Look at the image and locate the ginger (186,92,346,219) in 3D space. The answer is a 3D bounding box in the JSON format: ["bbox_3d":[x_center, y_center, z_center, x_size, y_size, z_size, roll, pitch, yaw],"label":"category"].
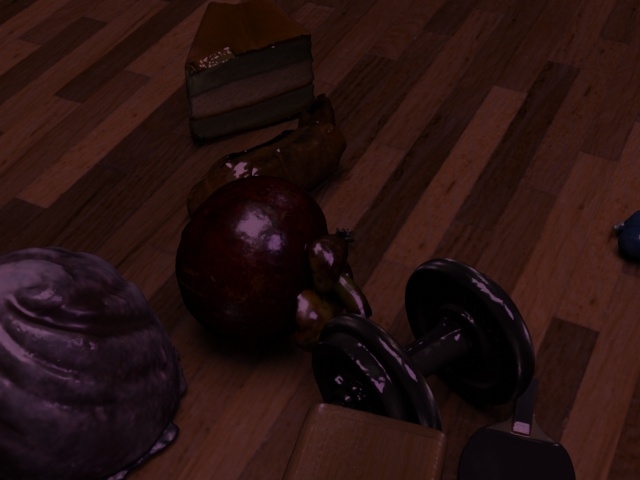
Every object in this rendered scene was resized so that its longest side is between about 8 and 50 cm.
[{"bbox_3d":[-0.062,-0.114,1.384,0.309,0.107,0.133,-33,29,-29],"label":"ginger"}]

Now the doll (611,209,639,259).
[{"bbox_3d":[0.454,-0.006,1.304,0.076,0.050,0.083,8,45,15],"label":"doll"}]

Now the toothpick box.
[{"bbox_3d":[0.018,0.324,0.859,0.187,0.190,0.308,10,39,11],"label":"toothpick box"}]

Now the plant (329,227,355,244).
[{"bbox_3d":[0.000,0.000,1.300,0.102,0.051,0.051,6,41,-14],"label":"plant"}]

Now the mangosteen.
[{"bbox_3d":[-0.054,0.041,1.141,0.257,0.215,0.215,31,50,15],"label":"mangosteen"}]

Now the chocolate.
[{"bbox_3d":[-0.313,0.117,1.055,0.303,0.213,0.303,-1,43,1],"label":"chocolate"}]

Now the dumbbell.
[{"bbox_3d":[0.118,0.137,1.045,0.290,0.192,0.192,-28,49,-28],"label":"dumbbell"}]

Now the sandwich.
[{"bbox_3d":[-0.153,-0.297,1.544,0.227,0.155,0.198,-21,45,-21],"label":"sandwich"}]

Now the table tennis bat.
[{"bbox_3d":[0.229,0.245,1.053,0.130,0.019,0.220,11,45,10],"label":"table tennis bat"}]
